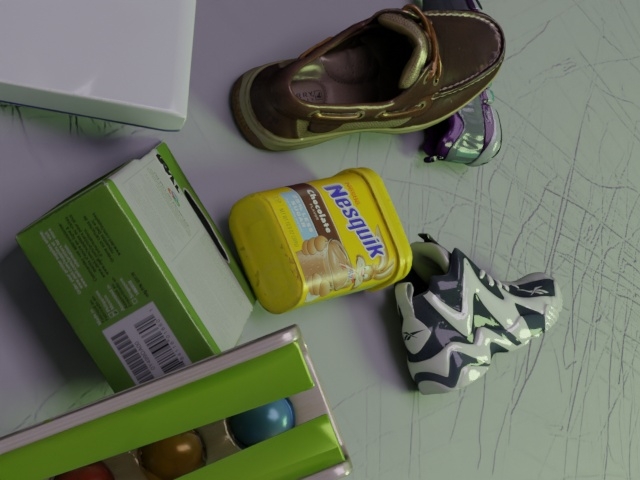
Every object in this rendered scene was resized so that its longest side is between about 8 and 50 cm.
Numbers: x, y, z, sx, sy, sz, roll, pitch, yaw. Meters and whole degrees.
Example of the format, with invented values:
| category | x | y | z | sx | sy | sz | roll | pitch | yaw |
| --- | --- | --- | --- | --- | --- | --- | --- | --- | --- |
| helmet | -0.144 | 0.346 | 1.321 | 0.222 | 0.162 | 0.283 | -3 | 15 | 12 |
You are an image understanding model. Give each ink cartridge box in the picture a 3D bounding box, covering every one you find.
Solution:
| category | x | y | z | sx | sy | sz | roll | pitch | yaw |
| --- | --- | --- | --- | --- | --- | --- | --- | --- | --- |
| ink cartridge box | -0.152 | 0.026 | 1.513 | 0.188 | 0.097 | 0.255 | 58 | 11 | -7 |

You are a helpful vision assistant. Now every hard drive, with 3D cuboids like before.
| category | x | y | z | sx | sy | sz | roll | pitch | yaw |
| --- | --- | --- | --- | --- | --- | --- | --- | --- | --- |
| hard drive | -0.217 | -0.263 | 1.551 | 0.210 | 0.040 | 0.318 | 9 | 64 | -15 |

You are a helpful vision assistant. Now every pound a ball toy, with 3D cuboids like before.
| category | x | y | z | sx | sy | sz | roll | pitch | yaw |
| --- | --- | --- | --- | --- | --- | --- | --- | --- | --- |
| pound a ball toy | -0.130 | 0.219 | 1.350 | 0.136 | 0.319 | 0.208 | 69 | -1 | -88 |

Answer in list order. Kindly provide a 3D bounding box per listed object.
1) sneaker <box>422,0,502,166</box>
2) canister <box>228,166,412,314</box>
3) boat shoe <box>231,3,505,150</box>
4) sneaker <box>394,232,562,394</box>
| category | x | y | z | sx | sy | sz | roll | pitch | yaw |
| --- | --- | --- | --- | --- | --- | --- | --- | --- | --- |
| sneaker | 0.137 | -0.192 | 1.876 | 0.098 | 0.083 | 0.223 | -3 | 76 | -39 |
| canister | 0.000 | 0.000 | 1.660 | 0.170 | 0.073 | 0.126 | -14 | 79 | -49 |
| boat shoe | 0.076 | -0.179 | 1.738 | 0.342 | 0.123 | 0.123 | -16 | 84 | -33 |
| sneaker | 0.159 | 0.047 | 1.782 | 0.235 | 0.094 | 0.153 | -30 | 103 | -36 |
